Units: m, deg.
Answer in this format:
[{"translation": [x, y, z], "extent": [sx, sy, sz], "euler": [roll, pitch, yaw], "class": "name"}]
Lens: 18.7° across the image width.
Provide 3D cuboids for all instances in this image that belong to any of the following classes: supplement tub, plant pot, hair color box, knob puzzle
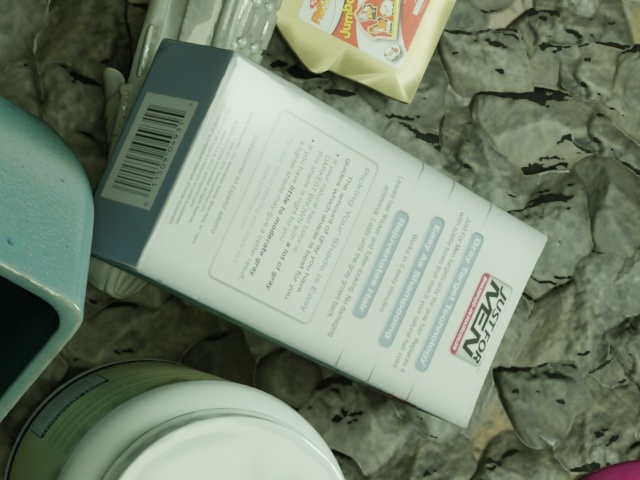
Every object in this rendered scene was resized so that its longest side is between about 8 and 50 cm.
[{"translation": [-0.112, 0.218, 1.515], "extent": [0.235, 0.325, 0.235], "euler": [0, 91, -17], "class": "supplement tub"}, {"translation": [-0.318, -0.006, 1.472], "extent": [0.248, 0.252, 0.247], "euler": [31, 123, -16], "class": "plant pot"}, {"translation": [0.000, 0.000, 1.595], "extent": [0.374, 0.114, 0.185], "euler": [28, 83, -37], "class": "hair color box"}, {"translation": [0.025, -0.235, 1.703], "extent": [0.213, 0.030, 0.213], "euler": [-1, 92, -18], "class": "knob puzzle"}]

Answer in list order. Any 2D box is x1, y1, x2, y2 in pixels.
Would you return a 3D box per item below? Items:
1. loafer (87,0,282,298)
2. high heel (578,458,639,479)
[{"translation": [-0.134, -0.108, 1.627], "extent": [0.111, 0.112, 0.319], "euler": [21, 85, 19], "class": "loafer"}, {"translation": [0.233, 0.302, 1.702], "extent": [0.377, 0.181, 0.127], "euler": [-27, 99, -15], "class": "high heel"}]
